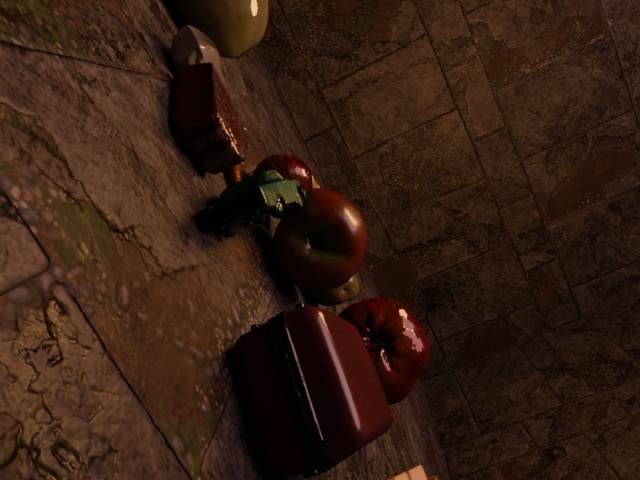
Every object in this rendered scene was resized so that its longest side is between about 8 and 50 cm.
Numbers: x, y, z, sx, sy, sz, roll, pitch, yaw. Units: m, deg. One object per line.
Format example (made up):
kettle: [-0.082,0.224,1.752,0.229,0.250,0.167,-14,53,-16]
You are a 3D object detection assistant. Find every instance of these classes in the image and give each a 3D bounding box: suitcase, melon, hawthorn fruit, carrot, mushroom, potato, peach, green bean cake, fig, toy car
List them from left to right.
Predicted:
mushroom: [-0.275,-0.406,1.122,0.270,0.103,0.118,57,11,-70]
green bean cake: [-0.233,-0.253,0.953,0.232,0.097,0.198,-101,165,-57]
melon: [-0.279,-0.685,1.312,0.268,0.268,0.330,-86,157,-72]
carrot: [-0.202,-0.146,1.064,0.037,0.037,0.190,50,21,-59]
toy car: [-0.122,-0.082,0.920,0.321,0.141,0.097,-44,111,-76]
fig: [-0.115,-0.162,1.256,0.175,0.175,0.207,58,-3,-39]
suitcase: [-0.001,0.241,0.755,0.236,0.161,0.297,68,9,22]
peach: [0.000,0.000,1.137,0.252,0.252,0.252,62,9,-18]
potato: [0.018,0.096,1.314,0.194,0.157,0.157,65,9,8]
hawthorn fruit: [0.147,0.284,1.220,0.299,0.275,0.275,130,-64,-88]

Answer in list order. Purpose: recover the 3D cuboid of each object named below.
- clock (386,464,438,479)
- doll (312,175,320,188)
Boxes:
clock: [0.101,0.423,0.623,0.309,0.235,0.166,51,15,-55]
doll: [-0.027,-0.154,1.862,0.252,0.111,0.237,-44,124,-82]
